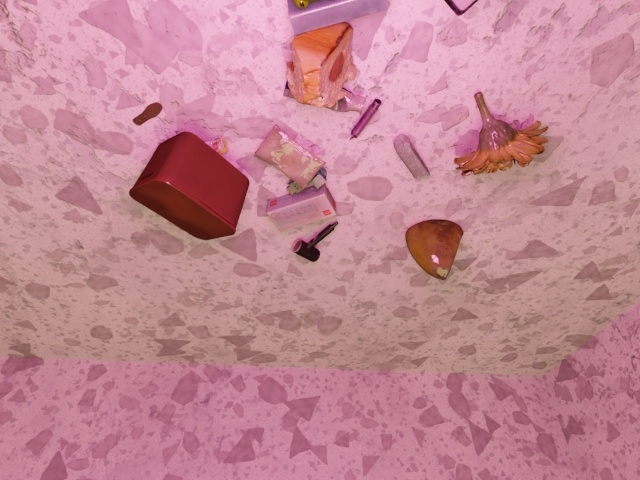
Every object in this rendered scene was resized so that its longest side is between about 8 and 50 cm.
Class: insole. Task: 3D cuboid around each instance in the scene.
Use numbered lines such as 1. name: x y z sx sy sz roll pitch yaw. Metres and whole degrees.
1. insole: -0.589 -0.429 1.496 0.134 0.002 0.045 -23 135 23

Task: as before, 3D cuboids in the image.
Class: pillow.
1. pillow: -0.112 -0.298 1.594 0.229 0.050 0.148 34 127 -13

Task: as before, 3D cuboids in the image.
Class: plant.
1. plant: 0.598 -0.344 1.548 0.305 0.297 0.261 -41 171 -17

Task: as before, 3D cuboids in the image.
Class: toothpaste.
1. toothpaste: 0.015 -0.476 1.437 0.265 0.061 0.096 14 139 -8

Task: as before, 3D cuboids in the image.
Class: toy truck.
1. toy truck: -0.058 -0.224 1.700 0.175 0.081 0.067 -27 132 26

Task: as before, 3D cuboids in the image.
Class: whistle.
1. whistle: 0.152 -0.415 1.520 0.033 0.033 0.176 19 136 -23

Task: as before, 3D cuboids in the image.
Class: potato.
1. potato: 0.521 0.039 1.900 0.269 0.255 0.112 0 141 -3

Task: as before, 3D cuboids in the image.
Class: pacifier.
1. pacifier: -0.360 -0.337 1.587 0.083 0.068 0.064 -25 168 25

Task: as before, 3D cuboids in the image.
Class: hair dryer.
1. hair dryer: 0.000 0.000 1.986 0.255 0.070 0.128 -37 129 28

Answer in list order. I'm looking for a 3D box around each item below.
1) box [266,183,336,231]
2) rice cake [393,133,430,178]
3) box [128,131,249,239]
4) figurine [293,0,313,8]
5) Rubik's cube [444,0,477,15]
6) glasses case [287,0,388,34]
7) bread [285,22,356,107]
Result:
1. box: -0.080 -0.135 1.804 0.269 0.079 0.135 -17 137 17
2. rice cake: 0.334 -0.309 1.631 0.063 0.069 0.206 -26 137 23
3. box: -0.450 -0.187 1.574 0.239 0.230 0.339 -11 142 39
4. figurine: -0.039 -0.725 1.081 0.162 0.143 0.264 -15 121 5
5. Rubik's cube: 0.305 -0.747 0.937 0.303 0.305 0.301 29 130 -34
6. glasses case: 0.043 -0.650 1.186 0.265 0.105 0.056 -11 -179 10
7. bread: 0.020 -0.486 1.271 0.223 0.211 0.184 -15 144 -5
